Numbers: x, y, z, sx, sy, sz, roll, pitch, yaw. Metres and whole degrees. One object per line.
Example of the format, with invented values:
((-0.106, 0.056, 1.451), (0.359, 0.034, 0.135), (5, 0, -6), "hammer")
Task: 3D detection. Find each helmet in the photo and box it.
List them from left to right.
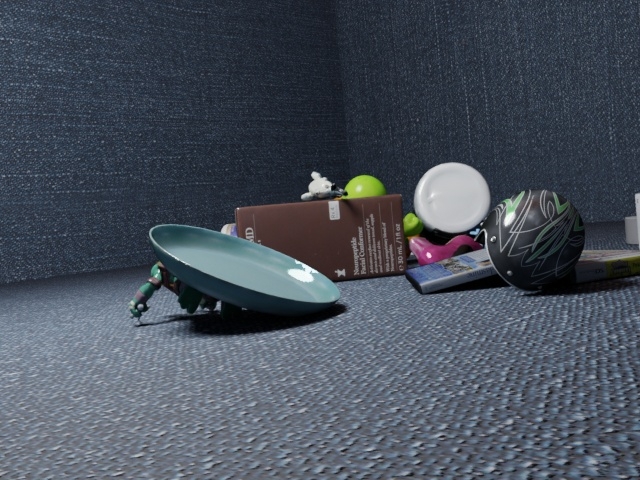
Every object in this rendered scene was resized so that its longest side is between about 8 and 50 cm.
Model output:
((0.339, -0.001, 1.185), (0.170, 0.169, 0.161), (-5, 0, -4), "helmet")

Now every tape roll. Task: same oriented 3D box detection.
((0.920, -0.035, 1.943), (0.219, 0.072, 0.219), (-6, 1, 0), "tape roll")

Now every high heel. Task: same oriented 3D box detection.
((0.318, 0.042, 1.714), (0.244, 0.082, 0.117), (12, 25, -39), "high heel")

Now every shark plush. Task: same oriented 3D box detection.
((0.022, -0.120, 1.692), (0.067, 0.073, 0.161), (28, -19, -26), "shark plush")

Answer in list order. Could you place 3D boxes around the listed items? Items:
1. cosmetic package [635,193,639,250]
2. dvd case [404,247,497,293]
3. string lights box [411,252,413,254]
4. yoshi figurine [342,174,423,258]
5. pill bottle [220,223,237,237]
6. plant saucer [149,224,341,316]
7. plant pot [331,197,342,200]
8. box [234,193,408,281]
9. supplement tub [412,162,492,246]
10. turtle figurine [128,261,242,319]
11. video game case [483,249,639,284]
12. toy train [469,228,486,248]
((0.818, -0.045, 1.548), (0.225, 0.138, 0.224), (-4, 2, 2), "cosmetic package")
((0.289, 0.043, 1.359), (0.253, 0.022, 0.180), (-16, 5, 0), "dvd case")
((0.311, 0.001, 2.472), (0.133, 0.076, 0.260), (-4, 2, 27), "string lights box")
((0.150, -0.065, 1.957), (0.204, 0.203, 0.362), (-25, -19, 18), "yoshi figurine")
((-0.134, 0.020, 2.043), (0.265, 0.153, 0.153), (-5, 2, 6), "pill bottle")
((-0.123, 0.051, 1.178), (0.318, 0.043, 0.317), (20, 9, -3), "plant saucer")
((0.040, -0.012, 2.191), (0.188, 0.205, 0.205), (-22, -7, 32), "plant pot")
((0.000, 0.000, 1.706), (0.382, 0.191, 0.143), (-6, 2, -7), "box")
((0.365, -0.076, 2.092), (0.207, 0.207, 0.338), (-5, -13, 4), "supplement tub")
((-0.238, 0.081, 1.247), (0.175, 0.118, 0.234), (-7, 9, -37), "turtle figurine")
((0.462, 0.046, 1.376), (0.248, 0.035, 0.275), (-6, 2, -25), "video game case")
((0.444, 0.012, 1.892), (0.105, 0.080, 0.184), (5, 4, 24), "toy train")
